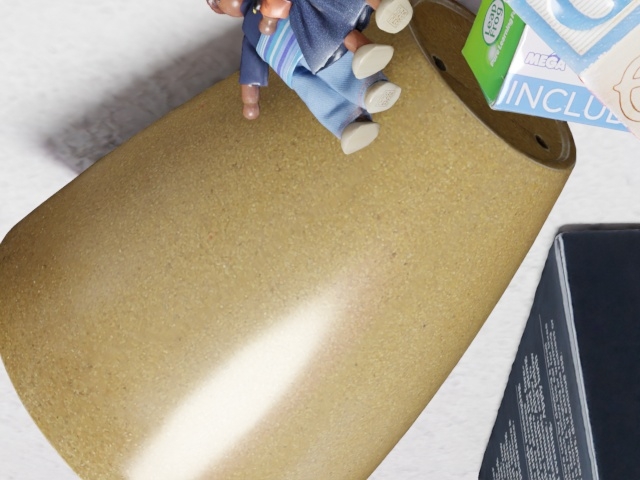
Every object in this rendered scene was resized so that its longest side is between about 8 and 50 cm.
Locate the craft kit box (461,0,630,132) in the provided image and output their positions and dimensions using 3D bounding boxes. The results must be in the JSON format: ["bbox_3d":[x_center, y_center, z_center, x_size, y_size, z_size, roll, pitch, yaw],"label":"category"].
[{"bbox_3d":[0.213,-0.149,0.626,0.250,0.061,0.246,9,124,-18],"label":"craft kit box"}]

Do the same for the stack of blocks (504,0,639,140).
[{"bbox_3d":[0.185,-0.172,0.518,0.297,0.087,0.171,-43,122,16],"label":"stack of blocks"}]

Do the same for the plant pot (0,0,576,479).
[{"bbox_3d":[0.000,0.000,0.800,0.237,0.237,0.254,25,125,-37],"label":"plant pot"}]

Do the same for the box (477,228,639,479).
[{"bbox_3d":[0.287,0.177,1.096,0.294,0.212,0.395,-2,149,-3],"label":"box"}]

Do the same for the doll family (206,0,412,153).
[{"bbox_3d":[0.009,-0.130,0.669,0.193,0.111,0.076,-55,157,17],"label":"doll family"}]
